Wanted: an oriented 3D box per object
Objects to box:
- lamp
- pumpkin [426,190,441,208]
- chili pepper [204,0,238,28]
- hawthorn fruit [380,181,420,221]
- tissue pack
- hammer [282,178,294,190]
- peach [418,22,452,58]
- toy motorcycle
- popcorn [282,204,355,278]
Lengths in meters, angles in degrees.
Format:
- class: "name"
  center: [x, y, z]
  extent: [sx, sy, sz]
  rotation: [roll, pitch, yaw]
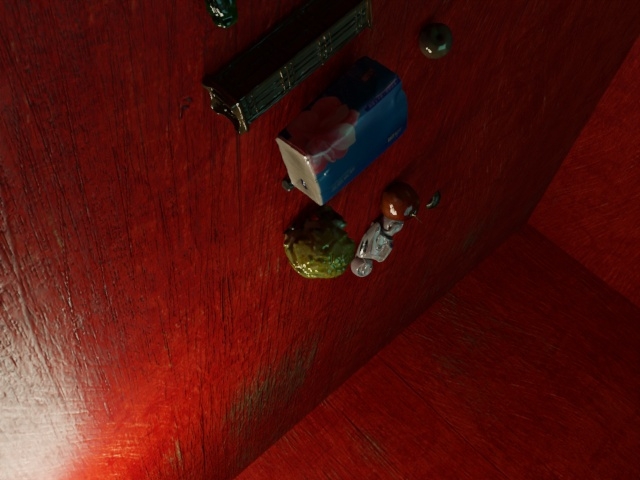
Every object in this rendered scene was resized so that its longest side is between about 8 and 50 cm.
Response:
- class: "lamp"
  center: [-0.050, -0.327, 1.132]
  extent: [0.325, 0.089, 0.090]
  rotation: [-42, 159, -13]
- class: "pumpkin"
  center: [0.425, -0.145, 2.421]
  extent: [0.050, 0.028, 0.083]
  rotation: [-18, 140, -49]
- class: "chili pepper"
  center: [-0.125, -0.395, 0.927]
  extent: [0.073, 0.050, 0.182]
  rotation: [-5, 131, -50]
- class: "hawthorn fruit"
  center: [0.251, -0.118, 2.020]
  extent: [0.125, 0.140, 0.125]
  rotation: [-12, 111, -34]
- class: "tissue pack"
  center: [0.053, -0.223, 1.376]
  extent: [0.269, 0.137, 0.209]
  rotation: [-44, 157, -14]
- class: "hammer"
  center: [-0.014, -0.221, 1.463]
  extent: [0.103, 0.029, 0.246]
  rotation: [-26, 148, -43]
- class: "peach"
  center: [0.265, -0.461, 1.511]
  extent: [0.083, 0.083, 0.083]
  rotation: [-39, 157, -20]
- class: "toy motorcycle"
  center: [0.175, 0.008, 2.141]
  extent: [0.254, 0.112, 0.112]
  rotation: [-56, 157, 17]
- class: "popcorn"
  center: [0.000, 0.000, 1.700]
  extent: [0.198, 0.198, 0.212]
  rotation: [50, 56, -68]
